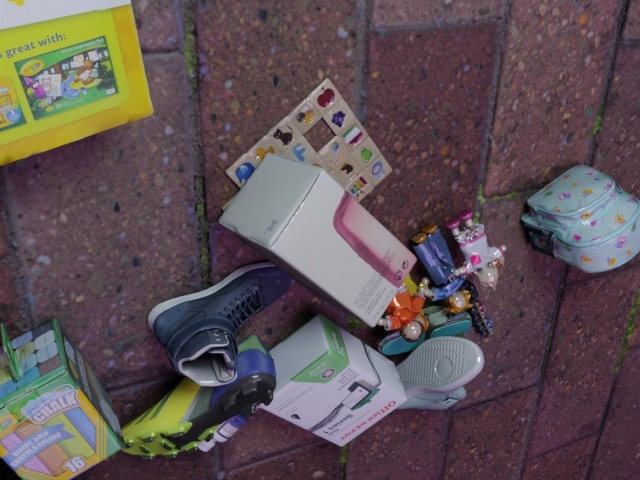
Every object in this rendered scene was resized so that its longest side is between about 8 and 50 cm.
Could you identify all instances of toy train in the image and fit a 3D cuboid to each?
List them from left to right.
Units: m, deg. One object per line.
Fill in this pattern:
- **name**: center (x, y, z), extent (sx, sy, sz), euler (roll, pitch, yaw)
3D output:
- **toy train**: center (0.299, 0.132, 1.283), extent (0.036, 0.027, 0.158), euler (-43, 128, -15)

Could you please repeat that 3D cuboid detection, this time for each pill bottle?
- **pill bottle**: center (-0.157, 0.284, 1.091), extent (0.120, 0.067, 0.067), euler (-44, 127, -1)

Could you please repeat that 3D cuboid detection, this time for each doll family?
- **doll family**: center (0.187, 0.068, 1.137), extent (0.263, 0.118, 0.163), euler (-32, 104, -15)

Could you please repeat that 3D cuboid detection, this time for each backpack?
- **backpack**: center (0.471, -0.036, 1.182), extent (0.166, 0.188, 0.144), euler (-33, 126, -8)

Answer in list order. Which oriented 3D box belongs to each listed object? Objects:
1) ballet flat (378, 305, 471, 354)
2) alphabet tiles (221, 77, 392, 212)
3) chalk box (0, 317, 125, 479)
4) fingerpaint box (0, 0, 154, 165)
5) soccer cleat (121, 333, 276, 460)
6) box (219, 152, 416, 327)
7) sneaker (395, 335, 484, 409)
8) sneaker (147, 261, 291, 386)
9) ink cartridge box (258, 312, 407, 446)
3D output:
- **ballet flat**: center (0.180, 0.156, 1.208), extent (0.188, 0.070, 0.070), euler (-10, 120, -20)
- **alphabet tiles**: center (-0.025, -0.091, 0.998), extent (0.237, 0.009, 0.198), euler (-42, 128, -2)
- **chalk box**: center (-0.377, 0.206, 0.890), extent (0.132, 0.132, 0.213), euler (-29, 125, -12)
- **fingerpaint box**: center (-0.402, -0.222, 0.546), extent (0.445, 0.163, 0.371), euler (-26, 142, -23)
- **soccer cleat**: center (-0.193, 0.245, 1.037), extent (0.289, 0.121, 0.093), euler (-30, 137, 15)
- **box**: center (0.000, 0.000, 0.949), extent (0.232, 0.149, 0.126), euler (41, 80, -38)
- **sneaker**: center (0.231, 0.242, 1.210), extent (0.151, 0.094, 0.256), euler (12, 148, -32)
- **sneaker**: center (-0.119, 0.120, 0.965), extent (0.226, 0.163, 0.086), euler (-24, 123, -17)
- **ink cartridge box**: center (0.017, 0.240, 1.125), extent (0.160, 0.092, 0.219), euler (-40, 129, 17)
